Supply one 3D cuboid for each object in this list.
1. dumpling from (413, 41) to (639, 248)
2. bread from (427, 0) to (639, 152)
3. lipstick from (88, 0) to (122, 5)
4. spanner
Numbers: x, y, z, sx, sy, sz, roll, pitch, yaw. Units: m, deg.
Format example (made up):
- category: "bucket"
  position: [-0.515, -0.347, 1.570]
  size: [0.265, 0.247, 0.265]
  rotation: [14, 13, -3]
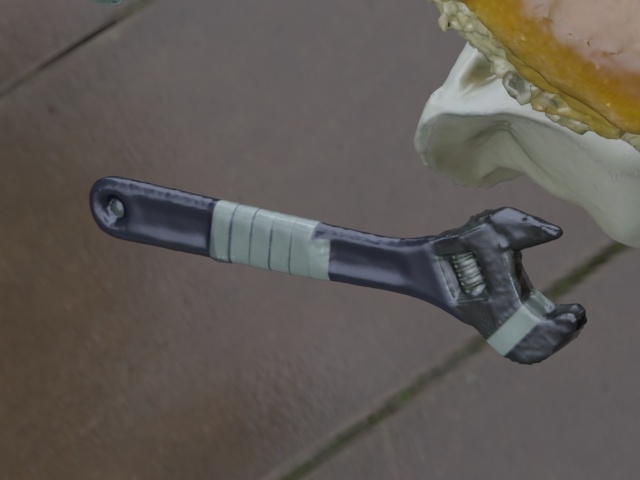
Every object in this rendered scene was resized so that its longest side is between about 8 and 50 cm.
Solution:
- category: "dumpling"
  position: [0.271, -0.114, 1.418]
  size: [0.395, 0.315, 0.233]
  rotation: [-15, 81, 9]
- category: "bread"
  position: [0.144, -0.115, 0.714]
  size: [0.245, 0.121, 0.174]
  rotation: [32, 87, 1]
- category: "lipstick"
  position: [-0.101, -0.121, 0.836]
  size: [0.030, 0.129, 0.030]
  rotation: [9, 98, -8]
- category: "spanner"
  position: [0.000, 0.000, 1.057]
  size: [0.316, 0.087, 0.024]
  rotation: [12, 34, 27]
